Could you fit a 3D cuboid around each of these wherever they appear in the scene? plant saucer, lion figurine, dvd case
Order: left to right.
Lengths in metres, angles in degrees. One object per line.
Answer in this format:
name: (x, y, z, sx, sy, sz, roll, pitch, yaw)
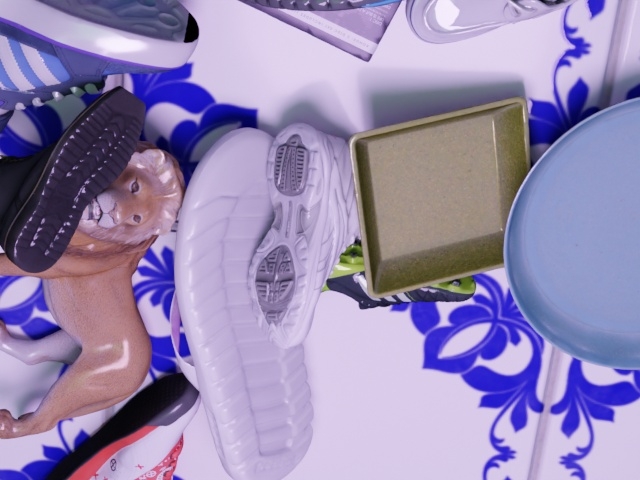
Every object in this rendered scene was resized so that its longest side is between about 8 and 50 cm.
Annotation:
lion figurine: (-0.251, 0.061, 1.620, 0.240, 0.142, 0.392, -5, 132, -2)
dvd case: (0.024, -0.301, 1.459, 0.165, 0.018, 0.221, 24, 116, -9)
plant saucer: (0.122, -0.050, 1.545, 0.188, 0.045, 0.188, -14, 118, -11)
plant saucer: (0.342, -0.011, 1.554, 0.318, 0.043, 0.317, -2, 117, -4)

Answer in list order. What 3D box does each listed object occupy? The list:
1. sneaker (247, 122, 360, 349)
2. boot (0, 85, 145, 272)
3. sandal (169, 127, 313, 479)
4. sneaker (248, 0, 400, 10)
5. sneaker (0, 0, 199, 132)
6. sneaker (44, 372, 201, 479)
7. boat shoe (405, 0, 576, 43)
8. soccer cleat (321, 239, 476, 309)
sneaker: (0.000, 0.000, 1.546, 0.115, 0.090, 0.232, 4, 101, -44)
boot: (-0.269, -0.081, 1.470, 0.198, 0.137, 0.077, -53, 134, -4)
sandal: (-0.100, 0.080, 1.613, 0.102, 0.169, 0.416, 18, 120, 42)
sneaker: (-0.051, -0.290, 1.386, 0.341, 0.125, 0.139, 9, 106, 14)
sneaker: (-0.299, -0.161, 1.506, 0.323, 0.130, 0.236, 13, 127, -7)
sneaker: (-0.192, 0.267, 1.733, 0.145, 0.090, 0.270, 42, 116, -18)
boat shoe: (0.198, -0.256, 1.429, 0.258, 0.084, 0.095, -28, 115, 15)
soccer cleat: (0.077, 0.044, 1.618, 0.179, 0.060, 0.072, 11, 128, 5)
